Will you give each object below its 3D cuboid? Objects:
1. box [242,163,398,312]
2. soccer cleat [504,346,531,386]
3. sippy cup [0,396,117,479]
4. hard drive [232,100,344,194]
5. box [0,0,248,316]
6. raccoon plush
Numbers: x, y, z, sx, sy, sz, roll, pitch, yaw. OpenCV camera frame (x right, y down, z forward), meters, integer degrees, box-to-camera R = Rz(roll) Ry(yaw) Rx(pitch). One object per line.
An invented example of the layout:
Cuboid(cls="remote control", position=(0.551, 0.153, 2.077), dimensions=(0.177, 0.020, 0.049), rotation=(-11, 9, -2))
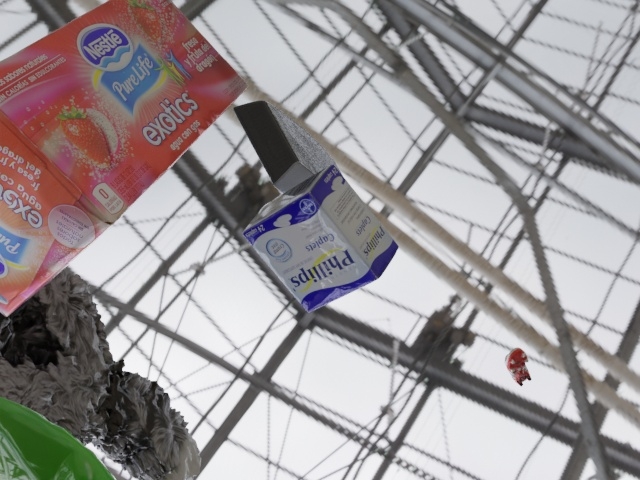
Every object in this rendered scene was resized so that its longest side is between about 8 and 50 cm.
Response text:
Cuboid(cls="box", position=(0.000, 0.000, 1.115), dimensions=(0.137, 0.126, 0.072), rotation=(50, -140, -13))
Cuboid(cls="soccer cleat", position=(0.237, 0.148, 1.115), dimensions=(0.029, 0.083, 0.035), rotation=(-33, -128, -1))
Cuboid(cls="sippy cup", position=(-0.127, 0.191, 0.224), dimensions=(0.224, 0.240, 0.305), rotation=(9, -165, -40))
Cuboid(cls="hard drive", position=(-0.021, -0.105, 1.366), dimensions=(0.255, 0.054, 0.172), rotation=(34, -156, -57))
Cuboid(cls="box", position=(-0.204, -0.093, 0.791), dimensions=(0.142, 0.154, 0.300), rotation=(47, -148, -11))
Cuboid(cls="raccoon plush", position=(-0.378, 0.197, 1.017), dimensions=(0.446, 0.299, 0.216), rotation=(61, -154, -29))
